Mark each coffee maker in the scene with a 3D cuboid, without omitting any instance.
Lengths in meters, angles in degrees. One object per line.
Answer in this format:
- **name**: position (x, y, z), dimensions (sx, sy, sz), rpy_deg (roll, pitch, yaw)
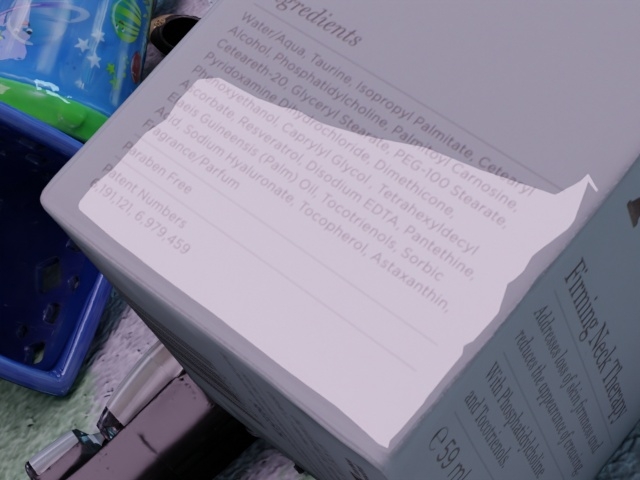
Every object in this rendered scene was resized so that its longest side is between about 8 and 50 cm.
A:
- **coffee maker**: position (-0.136, 0.186, 1.372), dimensions (0.178, 0.120, 0.171), rpy_deg (-46, 42, -5)

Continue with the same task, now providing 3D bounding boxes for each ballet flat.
- **ballet flat**: position (-0.136, -0.223, 1.779), dimensions (0.173, 0.049, 0.057), rpy_deg (24, 71, 46)

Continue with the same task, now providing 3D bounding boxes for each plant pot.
- **plant pot**: position (-0.347, -0.004, 1.592), dimensions (0.212, 0.236, 0.236), rpy_deg (8, 75, 50)

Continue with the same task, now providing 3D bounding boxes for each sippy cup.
- **sippy cup**: position (-0.276, -0.203, 1.689), dimensions (0.240, 0.305, 0.224), rpy_deg (0, 70, 53)

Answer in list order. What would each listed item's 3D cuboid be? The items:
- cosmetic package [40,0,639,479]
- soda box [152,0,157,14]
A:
- **cosmetic package**: position (0.089, -0.021, 1.167), dimensions (0.327, 0.329, 0.393), rpy_deg (35, 78, 30)
- **soda box**: position (-0.205, -0.339, 1.897), dimensions (0.069, 0.074, 0.216), rpy_deg (18, 56, -4)
